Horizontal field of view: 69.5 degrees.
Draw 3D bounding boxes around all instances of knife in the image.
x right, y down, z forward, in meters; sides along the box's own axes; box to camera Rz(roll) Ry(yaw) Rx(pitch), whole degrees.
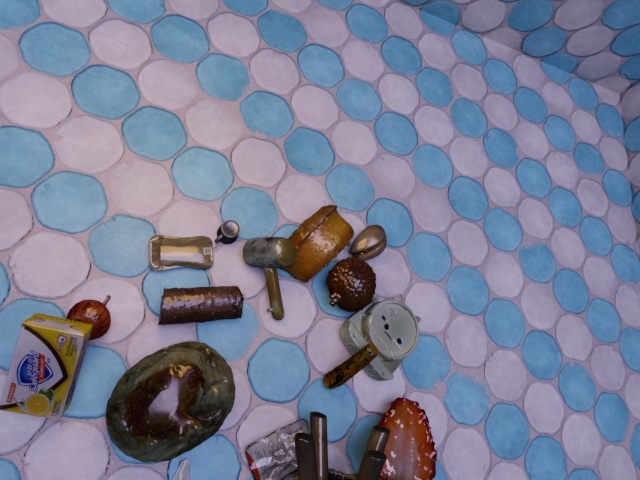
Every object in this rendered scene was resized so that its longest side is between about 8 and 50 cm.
[{"bbox_3d":[-0.470,0.832,1.378,0.081,0.043,0.336,36,62,-14],"label":"knife"}]

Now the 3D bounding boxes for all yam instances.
[{"bbox_3d":[-0.400,0.213,1.549,0.279,0.131,0.131,-1,74,-22],"label":"yam"}]

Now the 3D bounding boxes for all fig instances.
[{"bbox_3d":[-0.716,0.230,1.427,0.128,0.128,0.150,-6,49,-23],"label":"fig"}]

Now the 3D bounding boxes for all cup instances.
[{"bbox_3d":[-0.340,-0.026,1.669,0.100,0.077,0.078,-41,91,-26],"label":"cup"}]

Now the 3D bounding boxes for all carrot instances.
[{"bbox_3d":[0.108,0.450,1.642,0.228,0.069,0.069,-40,91,13],"label":"carrot"}]

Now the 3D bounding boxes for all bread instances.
[{"bbox_3d":[0.000,0.000,1.738,0.194,0.179,0.340,48,64,-3],"label":"bread"}]

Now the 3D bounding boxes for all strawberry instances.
[{"bbox_3d":[0.277,0.741,1.648,0.264,0.149,0.336,21,57,-7],"label":"strawberry"}]

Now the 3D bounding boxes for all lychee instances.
[{"bbox_3d":[0.113,0.168,1.726,0.238,0.200,0.200,-38,90,-39],"label":"lychee"}]

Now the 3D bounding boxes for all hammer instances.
[{"bbox_3d":[-0.175,0.139,1.656,0.113,0.201,0.306,-14,100,-51],"label":"hammer"}]

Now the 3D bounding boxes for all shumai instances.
[{"bbox_3d":[-0.426,0.468,1.350,0.397,0.323,0.324,-25,82,-25],"label":"shumai"}]

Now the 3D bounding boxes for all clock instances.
[{"bbox_3d":[0.255,0.347,1.770,0.324,0.108,0.265,-39,90,-27],"label":"clock"}]

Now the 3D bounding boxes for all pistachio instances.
[{"bbox_3d":[0.196,0.010,1.851,0.184,0.124,0.125,-33,87,-20],"label":"pistachio"}]

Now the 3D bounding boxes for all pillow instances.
[{"bbox_3d":[-0.486,0.040,1.616,0.217,0.033,0.130,-1,72,-21],"label":"pillow"}]

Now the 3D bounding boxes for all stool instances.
[{"bbox_3d":[0.067,0.694,1.399,0.310,0.310,0.226,10,89,12],"label":"stool"}]

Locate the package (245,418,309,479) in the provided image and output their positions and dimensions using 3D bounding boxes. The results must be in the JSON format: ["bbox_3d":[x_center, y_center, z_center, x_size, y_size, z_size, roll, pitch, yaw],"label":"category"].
[{"bbox_3d":[-0.127,0.713,1.545,0.231,0.040,0.166,-21,93,-21],"label":"package"}]

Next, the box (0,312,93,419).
[{"bbox_3d":[-0.778,0.357,1.314,0.168,0.097,0.265,18,94,-16],"label":"box"}]
